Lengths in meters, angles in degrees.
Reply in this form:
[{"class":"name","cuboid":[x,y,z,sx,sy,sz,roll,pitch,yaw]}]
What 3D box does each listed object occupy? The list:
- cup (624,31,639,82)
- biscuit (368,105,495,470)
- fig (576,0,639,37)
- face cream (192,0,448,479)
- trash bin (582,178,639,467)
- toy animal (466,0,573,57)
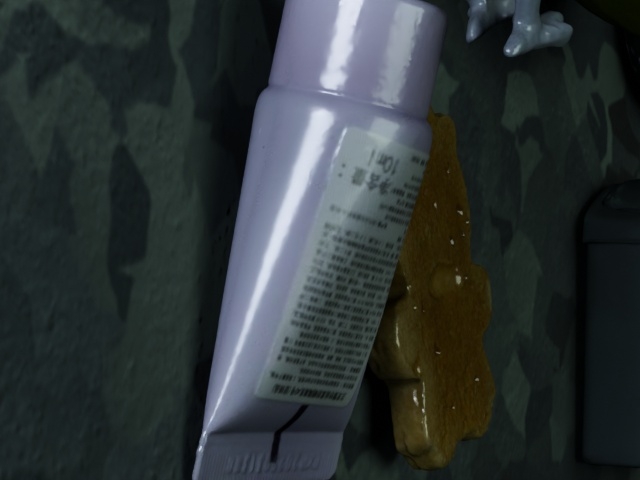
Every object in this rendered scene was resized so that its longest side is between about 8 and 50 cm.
[{"class":"cup","cuboid":[0.368,-0.200,1.620,0.223,0.176,0.169,-25,107,-59]},{"class":"biscuit","cuboid":[0.062,0.025,1.183,0.166,0.036,0.226,-27,109,-60]},{"class":"fig","cuboid":[0.253,-0.287,1.312,0.316,0.316,0.316,6,83,-61]},{"class":"face cream","cuboid":[0.000,0.000,1.030,0.154,0.096,0.274,11,91,-64]},{"class":"trash bin","cuboid":[0.278,0.066,1.517,0.176,0.101,0.236,14,78,-62]},{"class":"toy animal","cuboid":[0.092,-0.189,0.984,0.367,0.081,0.206,-53,146,-43]}]
